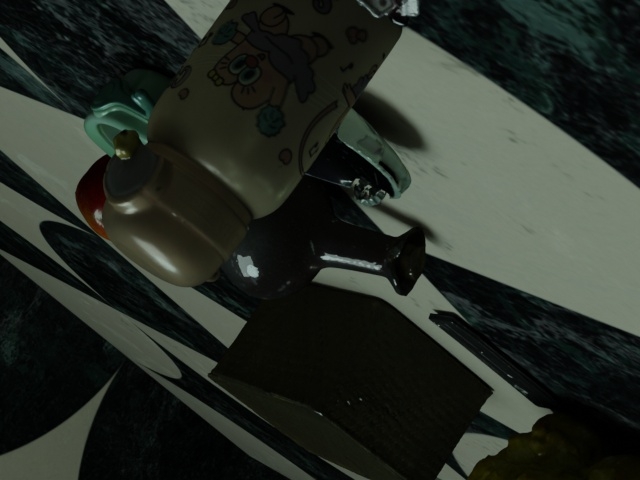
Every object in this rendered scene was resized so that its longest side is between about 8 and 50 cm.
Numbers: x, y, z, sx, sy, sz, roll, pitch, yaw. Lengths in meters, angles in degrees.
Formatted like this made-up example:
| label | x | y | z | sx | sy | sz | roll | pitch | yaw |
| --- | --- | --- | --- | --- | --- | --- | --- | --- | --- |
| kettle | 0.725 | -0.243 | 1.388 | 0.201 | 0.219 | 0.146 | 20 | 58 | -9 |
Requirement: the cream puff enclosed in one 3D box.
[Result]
| label | x | y | z | sx | sy | sz | roll | pitch | yaw |
| --- | --- | --- | --- | --- | --- | --- | --- | --- | --- |
| cream puff | 0.252 | 0.285 | 1.665 | 0.244 | 0.196 | 0.244 | 32 | 167 | 8 |

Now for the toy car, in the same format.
| label | x | y | z | sx | sy | sz | roll | pitch | yaw |
| --- | --- | --- | --- | --- | --- | --- | --- | --- | --- |
| toy car | -0.013 | -0.081 | 1.278 | 0.205 | 0.056 | 0.095 | 19 | 161 | 42 |

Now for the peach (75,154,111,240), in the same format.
| label | x | y | z | sx | sy | sz | roll | pitch | yaw |
| --- | --- | --- | --- | --- | --- | --- | --- | --- | --- |
| peach | -0.208 | -0.043 | 1.856 | 0.101 | 0.100 | 0.101 | 33 | 168 | 8 |

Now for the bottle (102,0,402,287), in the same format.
| label | x | y | z | sx | sy | sz | roll | pitch | yaw |
| --- | --- | --- | --- | --- | --- | --- | --- | --- | --- |
| bottle | -0.049 | -0.074 | 1.027 | 0.097 | 0.209 | 0.110 | 23 | 163 | 43 |

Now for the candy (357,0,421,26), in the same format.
| label | x | y | z | sx | sy | sz | roll | pitch | yaw |
| --- | --- | --- | --- | --- | --- | --- | --- | --- | --- |
| candy | -0.039 | -0.184 | 0.955 | 0.226 | 0.051 | 0.094 | 30 | 164 | 23 |

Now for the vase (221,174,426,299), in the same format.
| label | x | y | z | sx | sy | sz | roll | pitch | yaw |
| --- | --- | --- | --- | --- | --- | --- | --- | --- | --- |
| vase | 0.000 | 0.000 | 1.459 | 0.183 | 0.120 | 0.120 | 14 | 160 | 24 |

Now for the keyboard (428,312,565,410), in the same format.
| label | x | y | z | sx | sy | sz | roll | pitch | yaw |
| --- | --- | --- | --- | --- | --- | --- | --- | --- | --- |
| keyboard | 0.169 | 0.116 | 1.675 | 0.155 | 0.010 | 0.053 | 39 | 167 | -20 |

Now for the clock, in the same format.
| label | x | y | z | sx | sy | sz | roll | pitch | yaw |
| --- | --- | --- | --- | --- | --- | --- | --- | --- | --- |
| clock | -0.128 | -0.088 | 1.541 | 0.159 | 0.066 | 0.211 | 35 | 168 | -4 |

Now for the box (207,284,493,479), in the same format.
| label | x | y | z | sx | sy | sz | roll | pitch | yaw |
| --- | --- | --- | --- | --- | --- | --- | --- | --- | --- |
| box | 0.029 | 0.156 | 1.900 | 0.184 | 0.143 | 0.273 | 41 | 166 | -24 |
